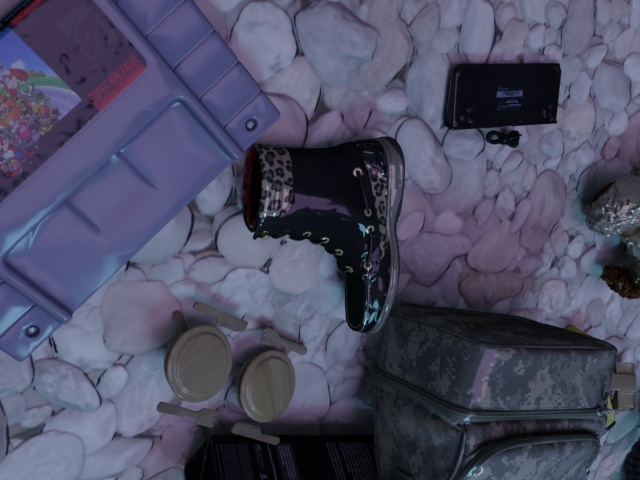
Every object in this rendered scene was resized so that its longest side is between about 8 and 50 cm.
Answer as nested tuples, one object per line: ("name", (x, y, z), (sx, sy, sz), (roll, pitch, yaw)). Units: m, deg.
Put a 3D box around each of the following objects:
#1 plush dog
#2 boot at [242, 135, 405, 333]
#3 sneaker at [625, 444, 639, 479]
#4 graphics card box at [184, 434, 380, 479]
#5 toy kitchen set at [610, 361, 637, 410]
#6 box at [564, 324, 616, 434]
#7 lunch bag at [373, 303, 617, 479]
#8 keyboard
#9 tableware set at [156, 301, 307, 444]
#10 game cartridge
("plush dog", (0.552, -0.009, 0.995), (0.262, 0.210, 0.225), (-32, 149, -12))
("boot", (-0.001, -0.001, 0.733), (0.179, 0.085, 0.236), (-3, 106, -26))
("sneaker", (0.685, 0.567, 1.295), (0.112, 0.121, 0.299), (22, 74, -39))
("graphics card box", (0.028, 0.368, 0.812), (0.371, 0.232, 0.094), (11, 133, -34))
("toy kitchen set", (0.533, 0.268, 1.186), (0.068, 0.075, 0.083), (3, 74, 7))
("box", (0.442, 0.257, 1.109), (0.087, 0.058, 0.232), (-36, 124, -11))
("lunch bag", (0.225, 0.234, 0.859), (0.305, 0.212, 0.256), (8, 94, -33))
("keyboard", (0.235, -0.172, 0.829), (0.180, 0.023, 0.108), (-8, 108, -26))
("tableware set", (-0.107, 0.156, 0.760), (0.194, 0.039, 0.128), (32, 69, -41))
("game cartridge", (-0.230, -0.080, 0.586), (0.355, 0.068, 0.230), (-45, 129, -5))
